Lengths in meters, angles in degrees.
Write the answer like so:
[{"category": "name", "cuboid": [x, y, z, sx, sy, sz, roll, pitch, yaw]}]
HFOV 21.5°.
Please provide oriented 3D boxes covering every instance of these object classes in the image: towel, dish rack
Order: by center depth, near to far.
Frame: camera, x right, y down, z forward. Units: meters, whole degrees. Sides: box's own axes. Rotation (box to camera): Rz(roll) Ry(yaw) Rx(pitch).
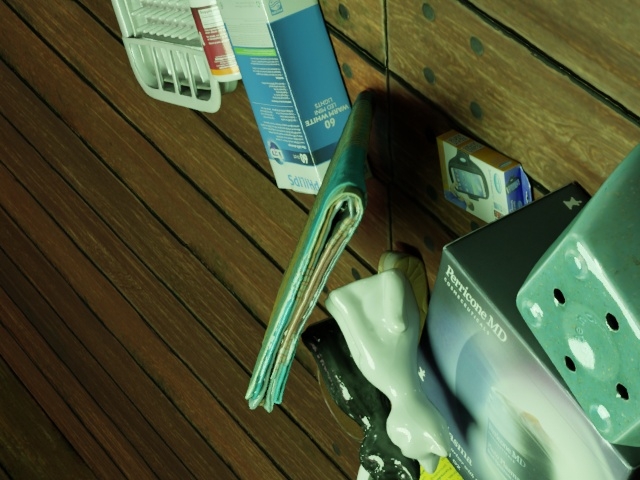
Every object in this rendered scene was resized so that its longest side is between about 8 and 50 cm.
[{"category": "towel", "cuboid": [0.000, 0.000, 1.865, 0.370, 0.040, 0.271, -75, 8, -69]}, {"category": "dish rack", "cuboid": [-0.211, -0.349, 2.293, 0.285, 0.072, 0.332, 20, 132, 59]}]

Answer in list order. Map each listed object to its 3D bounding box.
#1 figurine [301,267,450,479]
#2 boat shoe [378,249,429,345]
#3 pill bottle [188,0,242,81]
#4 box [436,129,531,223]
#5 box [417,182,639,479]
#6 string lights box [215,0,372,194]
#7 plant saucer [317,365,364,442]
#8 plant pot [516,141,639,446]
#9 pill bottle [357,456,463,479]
[{"category": "figurine", "cuboid": [0.070, 0.158, 1.771, 0.215, 0.092, 0.209, 120, 131, -68]}, {"category": "boat shoe", "cuboid": [0.103, 0.088, 2.101, 0.059, 0.063, 0.170, 34, 133, 53]}, {"category": "pill bottle", "cuboid": [-0.119, -0.286, 2.146, 0.086, 0.086, 0.152, 16, 127, 60]}, {"category": "box", "cuboid": [0.179, -0.061, 1.827, 0.136, 0.028, 0.081, 35, 143, 51]}, {"category": "box", "cuboid": [0.250, 0.157, 1.711, 0.296, 0.183, 0.294, 51, 152, 28]}, {"category": "string lights box", "cuboid": [-0.034, -0.190, 2.078, 0.133, 0.077, 0.259, 15, 127, 61]}, {"category": "plant saucer", "cuboid": [0.042, 0.222, 2.397, 0.168, 0.029, 0.168, 47, 151, 37]}, {"category": "plant pot", "cuboid": [0.310, 0.032, 1.367, 0.247, 0.252, 0.247, 58, 157, 15]}, {"category": "pill bottle", "cuboid": [0.206, 0.346, 1.980, 0.334, 0.188, 0.188, 39, 146, 45]}]
